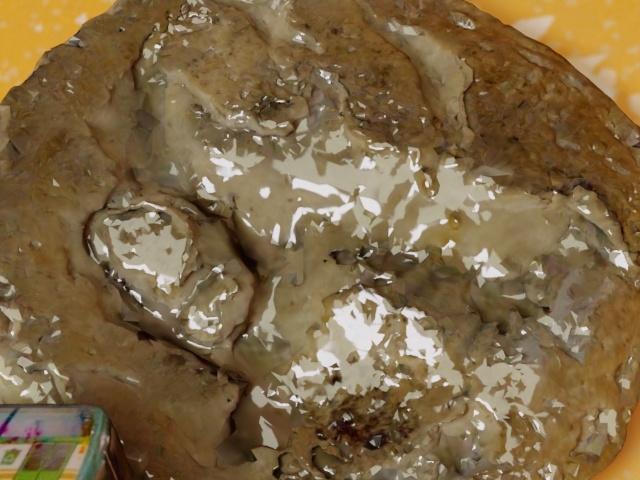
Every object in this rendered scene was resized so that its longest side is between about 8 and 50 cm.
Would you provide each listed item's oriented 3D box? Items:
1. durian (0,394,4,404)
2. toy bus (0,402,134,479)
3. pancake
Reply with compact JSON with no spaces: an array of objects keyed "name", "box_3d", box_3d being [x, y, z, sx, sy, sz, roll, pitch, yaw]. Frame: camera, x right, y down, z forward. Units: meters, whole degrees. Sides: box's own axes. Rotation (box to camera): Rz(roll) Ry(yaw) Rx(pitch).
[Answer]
[{"name":"durian","box_3d":[-0.211,0.167,0.756,0.375,0.132,0.107,-56,34,-7]},{"name":"toy bus","box_3d":[-0.210,0.127,0.640,0.262,0.091,0.109,0,35,16]},{"name":"pancake","box_3d":[-0.001,0.000,0.753,0.387,0.082,0.386,1,65,-2]}]
